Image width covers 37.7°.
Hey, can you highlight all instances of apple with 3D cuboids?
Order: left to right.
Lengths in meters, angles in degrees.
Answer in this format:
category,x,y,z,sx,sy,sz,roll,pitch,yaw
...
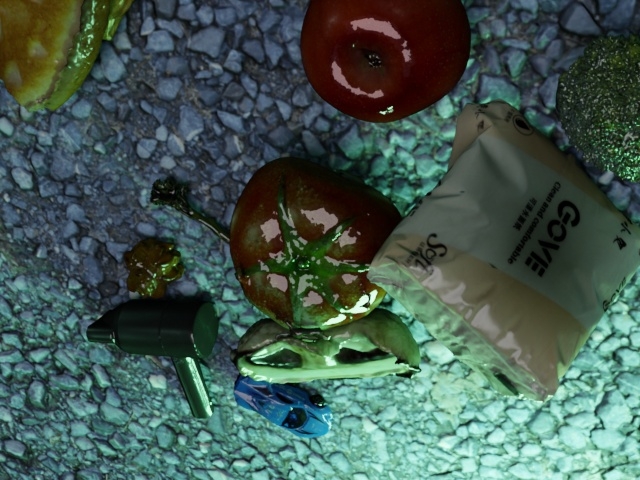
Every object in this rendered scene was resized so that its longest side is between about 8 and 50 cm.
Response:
category,x,y,z,sx,sy,sz,roll,pitch,yaw
apple,0.097,-0.301,1.419,0.260,0.216,0.260,7,121,12

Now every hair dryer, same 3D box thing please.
category,x,y,z,sx,sy,sz,roll,pitch,yaw
hair dryer,-0.318,0.250,1.910,0.244,0.116,0.302,1,124,20

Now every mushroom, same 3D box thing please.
category,x,y,z,sx,sy,sz,roll,pitch,yaw
mushroom,0.015,0.184,1.703,0.344,0.130,0.247,-9,155,27

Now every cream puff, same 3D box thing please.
category,x,y,z,sx,sy,sz,roll,pitch,yaw
cream puff,-0.327,0.055,1.808,0.116,0.094,0.122,35,125,1

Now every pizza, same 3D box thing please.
category,x,y,z,sx,sy,sz,roll,pitch,yaw
pizza,-0.517,-0.469,1.583,0.406,0.130,0.440,39,131,10

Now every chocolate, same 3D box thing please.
category,x,y,z,sx,sy,sz,roll,pitch,yaw
chocolate,-0.336,-0.433,1.569,0.086,0.085,0.219,29,123,2

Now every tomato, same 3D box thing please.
category,x,y,z,sx,sy,sz,roll,pitch,yaw
tomato,0.000,0.000,1.586,0.304,0.239,0.303,6,113,13

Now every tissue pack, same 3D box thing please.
category,x,y,z,sx,sy,sz,roll,pitch,yaw
tissue pack,0.299,0.020,1.477,0.390,0.375,0.195,39,161,-8

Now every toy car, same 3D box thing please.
category,x,y,z,sx,sy,sz,roll,pitch,yaw
toy car,-0.078,0.333,1.890,0.216,0.063,0.103,30,121,1

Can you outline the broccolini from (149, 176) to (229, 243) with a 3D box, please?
category,x,y,z,sx,sy,sz,roll,pitch,yaw
broccolini,-0.206,-0.039,1.764,0.254,0.071,0.057,31,80,-7

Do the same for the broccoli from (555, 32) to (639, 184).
category,x,y,z,sx,sy,sz,roll,pitch,yaw
broccoli,0.454,-0.190,1.392,0.226,0.198,0.176,21,88,-26
